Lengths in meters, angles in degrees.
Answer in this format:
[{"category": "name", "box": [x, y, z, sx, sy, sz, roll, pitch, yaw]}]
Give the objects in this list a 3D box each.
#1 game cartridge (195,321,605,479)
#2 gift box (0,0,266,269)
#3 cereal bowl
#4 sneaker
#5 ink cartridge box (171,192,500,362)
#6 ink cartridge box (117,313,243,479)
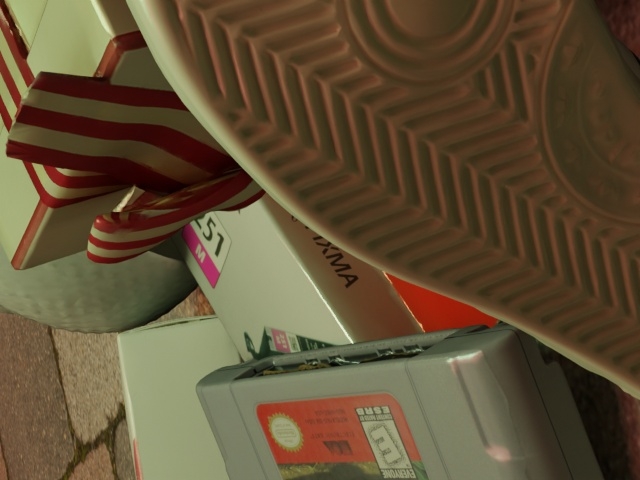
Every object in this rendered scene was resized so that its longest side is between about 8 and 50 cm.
[{"category": "game cartridge", "box": [0.046, 0.154, 0.787, 0.294, 0.060, 0.196, -16, 102, 54]}, {"category": "gift box", "box": [-0.062, -0.143, 0.626, 0.258, 0.255, 0.276, 63, 156, 11]}, {"category": "cereal bowl", "box": [-0.245, -0.044, 1.078, 0.141, 0.339, 0.339, -49, 44, 13]}, {"category": "sneaker", "box": [0.059, -0.043, 0.522, 0.131, 0.350, 0.148, -50, 24, 4]}, {"category": "ink cartridge box", "box": [0.000, 0.000, 0.881, 0.275, 0.060, 0.239, 56, 145, 28]}, {"category": "ink cartridge box", "box": [-0.105, 0.145, 1.071, 0.218, 0.092, 0.158, 135, 126, -81]}]
